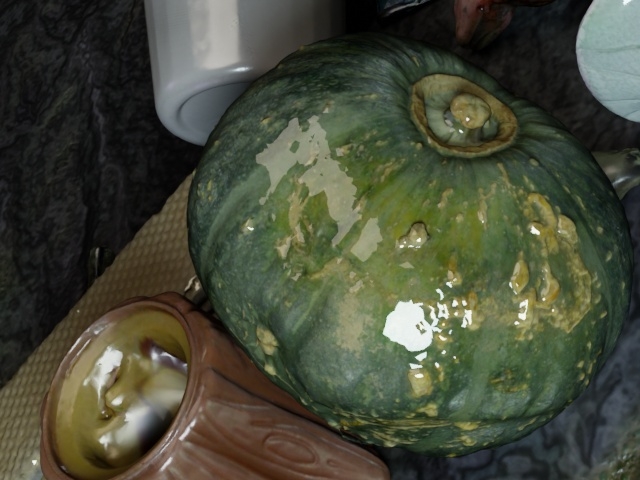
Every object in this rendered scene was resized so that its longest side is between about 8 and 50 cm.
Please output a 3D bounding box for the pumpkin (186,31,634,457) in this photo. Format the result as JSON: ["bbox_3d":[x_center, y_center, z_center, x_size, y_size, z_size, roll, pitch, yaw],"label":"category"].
[{"bbox_3d":[0.066,0.009,1.124,0.328,0.291,0.257,49,137,28],"label":"pumpkin"}]

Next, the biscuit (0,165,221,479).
[{"bbox_3d":[-0.185,0.106,1.388,0.426,0.078,0.144,-47,38,12],"label":"biscuit"}]

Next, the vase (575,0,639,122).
[{"bbox_3d":[0.358,-0.064,1.022,0.250,0.250,0.445,-42,43,7],"label":"vase"}]

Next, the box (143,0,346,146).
[{"bbox_3d":[-0.093,-0.213,1.429,0.262,0.291,0.206,125,143,-63],"label":"box"}]

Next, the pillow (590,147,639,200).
[{"bbox_3d":[0.159,-0.028,1.264,0.241,0.051,0.093,-5,67,32],"label":"pillow"}]

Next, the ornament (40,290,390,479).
[{"bbox_3d":[-0.093,0.158,1.216,0.235,0.217,0.221,-14,55,32],"label":"ornament"}]

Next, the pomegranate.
[{"bbox_3d":[0.164,-0.255,1.354,0.138,0.125,0.163,36,88,32],"label":"pomegranate"}]

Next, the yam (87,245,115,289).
[{"bbox_3d":[-0.224,0.069,1.512,0.027,0.033,0.129,-2,63,6],"label":"yam"}]

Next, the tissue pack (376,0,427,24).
[{"bbox_3d":[0.083,-0.286,1.504,0.085,0.028,0.138,-25,53,22],"label":"tissue pack"}]
